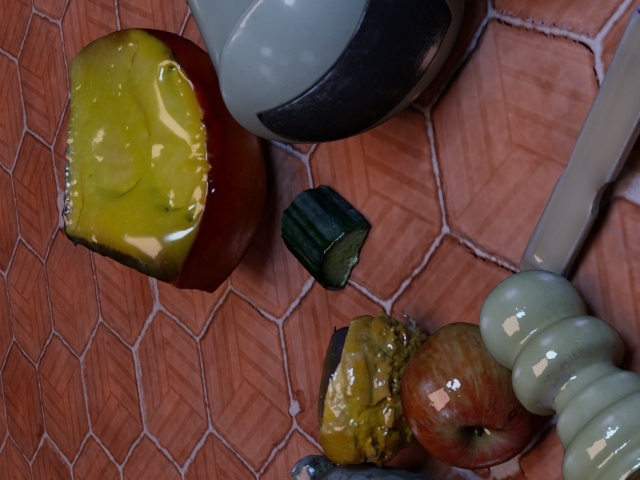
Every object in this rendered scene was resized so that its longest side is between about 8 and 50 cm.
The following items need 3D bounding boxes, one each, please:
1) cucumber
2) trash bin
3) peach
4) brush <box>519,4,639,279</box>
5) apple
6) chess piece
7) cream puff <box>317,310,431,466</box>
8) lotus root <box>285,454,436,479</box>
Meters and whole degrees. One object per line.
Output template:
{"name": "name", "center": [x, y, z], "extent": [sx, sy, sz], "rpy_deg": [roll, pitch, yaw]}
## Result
{"name": "cucumber", "center": [0.000, 0.000, 1.402], "extent": [0.115, 0.062, 0.116], "rpy_deg": [48, 130, 45]}
{"name": "trash bin", "center": [-0.030, -0.316, 1.218], "extent": [0.280, 0.280, 0.432], "rpy_deg": [-58, 46, 41]}
{"name": "peach", "center": [-0.206, -0.096, 1.528], "extent": [0.306, 0.242, 0.380], "rpy_deg": [-13, 70, 34]}
{"name": "brush", "center": [0.269, -0.074, 1.029], "extent": [0.060, 0.050, 0.321], "rpy_deg": [51, 141, 34]}
{"name": "apple", "center": [0.156, 0.162, 1.136], "extent": [0.131, 0.146, 0.146], "rpy_deg": [-102, 27, -51]}
{"name": "chess piece", "center": [0.246, 0.132, 1.015], "extent": [0.251, 0.144, 0.144], "rpy_deg": [57, 137, 38]}
{"name": "cream puff", "center": [0.069, 0.173, 1.260], "extent": [0.189, 0.129, 0.189], "rpy_deg": [9, -90, -82]}
{"name": "lotus root", "center": [0.078, 0.348, 1.258], "extent": [0.349, 0.175, 0.175], "rpy_deg": [14, 106, 59]}
